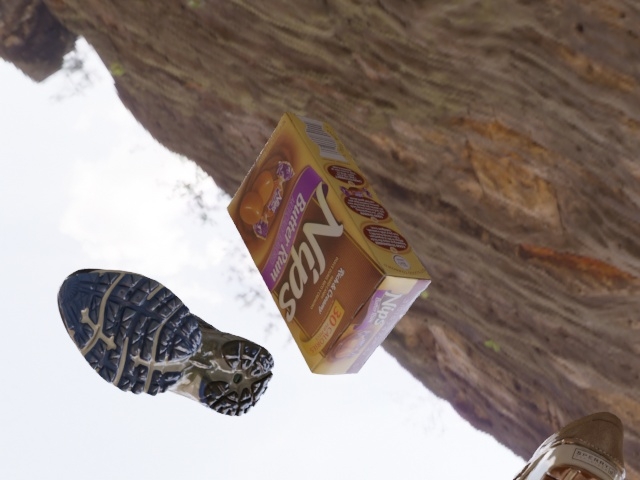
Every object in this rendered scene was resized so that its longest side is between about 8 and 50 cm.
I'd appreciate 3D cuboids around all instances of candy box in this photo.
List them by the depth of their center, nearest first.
[{"bbox_3d":[0.000,0.000,0.747,0.109,0.053,0.187,-55,-132,29],"label":"candy box"}]

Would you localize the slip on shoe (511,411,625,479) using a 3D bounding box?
[{"bbox_3d":[0.126,0.137,0.517,0.051,0.135,0.041,26,-128,10],"label":"slip on shoe"}]

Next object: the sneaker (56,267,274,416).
[{"bbox_3d":[-0.085,0.050,0.473,0.058,0.135,0.052,19,-104,42],"label":"sneaker"}]
